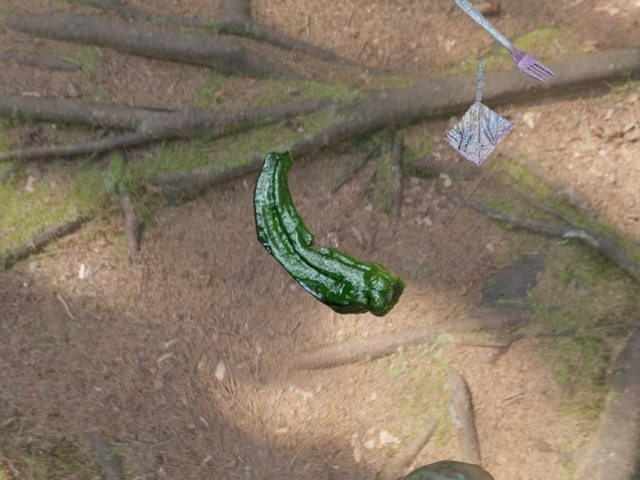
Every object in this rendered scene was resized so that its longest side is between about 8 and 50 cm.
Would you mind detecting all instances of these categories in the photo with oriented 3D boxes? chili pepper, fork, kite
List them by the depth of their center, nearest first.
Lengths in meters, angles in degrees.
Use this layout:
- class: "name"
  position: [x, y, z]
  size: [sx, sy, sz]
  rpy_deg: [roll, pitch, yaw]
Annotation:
- class: "kite"
  position: [0.111, -0.087, 0.423]
  size: [0.044, 0.002, 0.078]
  rpy_deg: [21, 83, 35]
- class: "fork"
  position: [0.156, -0.178, 0.553]
  size: [0.115, 0.012, 0.016]
  rpy_deg: [42, 83, 5]
- class: "chili pepper"
  position: [-0.005, 0.003, 0.566]
  size: [0.182, 0.050, 0.073]
  rpy_deg: [48, 116, 15]

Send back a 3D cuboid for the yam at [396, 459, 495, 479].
- class: "yam"
  position: [0.079, 0.264, 0.296]
  size: [0.133, 0.133, 0.330]
  rpy_deg: [5, 45, -3]
